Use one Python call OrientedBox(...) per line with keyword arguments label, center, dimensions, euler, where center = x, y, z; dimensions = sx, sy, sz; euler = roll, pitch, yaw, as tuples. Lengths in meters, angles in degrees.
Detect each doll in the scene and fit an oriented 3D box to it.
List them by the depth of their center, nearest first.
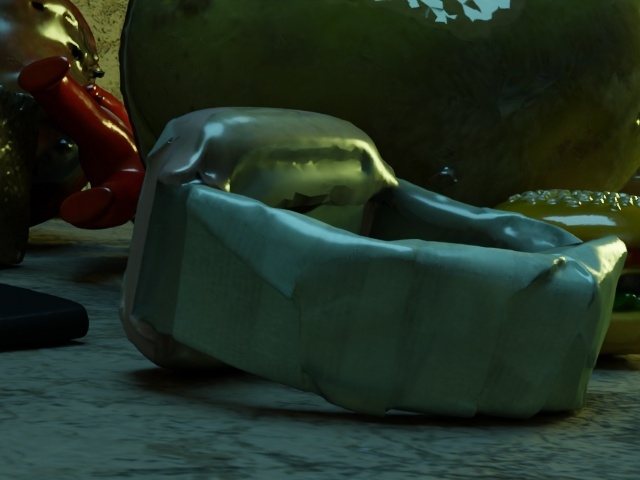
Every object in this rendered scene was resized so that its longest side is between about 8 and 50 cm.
OrientedBox(label="doll", center=(-0.178, -0.057, 1.487), dimensions=(0.099, 0.188, 0.384), euler=(-21, -10, 6))

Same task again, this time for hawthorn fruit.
OrientedBox(label="hawthorn fruit", center=(-0.378, -0.147, 1.601), dimensions=(0.325, 0.308, 0.308), euler=(0, 6, -24))

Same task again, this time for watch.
OrientedBox(label="watch", center=(0.042, 0.028, 0.893), dimensions=(0.241, 0.162, 0.253), euler=(23, 17, 34))

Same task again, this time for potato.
OrientedBox(label="potato", center=(0.090, -0.145, 1.255), dimensions=(0.442, 0.385, 0.319), euler=(-22, 15, -23))

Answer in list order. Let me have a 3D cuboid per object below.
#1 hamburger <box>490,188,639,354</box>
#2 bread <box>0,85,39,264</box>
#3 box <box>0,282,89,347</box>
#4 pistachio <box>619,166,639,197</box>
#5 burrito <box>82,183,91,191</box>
OrientedBox(label="hamburger", center=(0.184, 0.022, 1.099), dimensions=(0.162, 0.115, 0.162), euler=(2, 4, 0))
OrientedBox(label="bread", center=(-0.463, -0.073, 1.425), dimensions=(0.416, 0.165, 0.113), euler=(5, 0, 21))
OrientedBox(label="box", center=(-0.231, 0.050, 0.987), dimensions=(0.126, 0.027, 0.125), euler=(10, 10, 40))
OrientedBox(label="pistachio", center=(0.356, -0.040, 1.743), dimensions=(0.260, 0.163, 0.213), euler=(-3, -22, 29))
OrientedBox(label="burrito", center=(-0.484, -0.091, 1.969), dimensions=(0.445, 0.101, 0.139), euler=(3, 7, -6))
